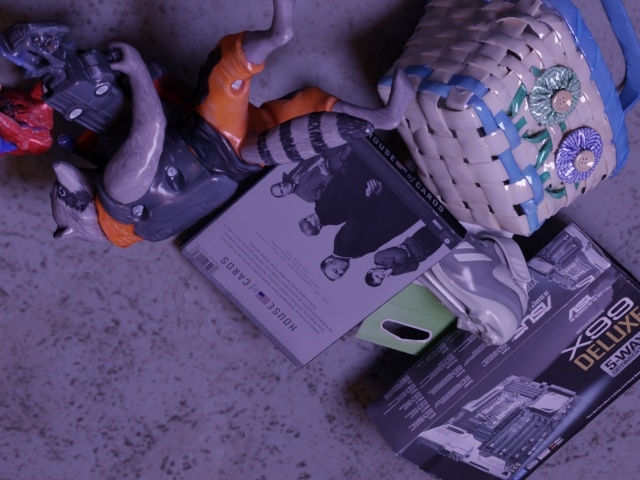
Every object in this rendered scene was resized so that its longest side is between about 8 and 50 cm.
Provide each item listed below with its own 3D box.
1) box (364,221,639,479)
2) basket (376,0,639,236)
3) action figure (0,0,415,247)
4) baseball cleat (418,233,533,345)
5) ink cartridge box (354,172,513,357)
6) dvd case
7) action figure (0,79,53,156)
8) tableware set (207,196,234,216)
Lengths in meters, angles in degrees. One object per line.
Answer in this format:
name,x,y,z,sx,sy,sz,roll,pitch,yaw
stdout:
box,0.231,0.142,1.988,0.307,0.076,0.242,-42,144,9
basket,0.210,-0.159,1.772,0.289,0.201,0.254,-52,132,-27
action figure,-0.126,-0.098,1.603,0.330,0.178,0.341,-31,153,24
baseball cleat,0.135,0.011,1.845,0.206,0.072,0.109,50,56,-15
ink cartridge box,0.120,0.017,1.916,0.109,0.062,0.209,18,114,-28
dvd case,0.000,0.000,1.796,0.179,0.029,0.239,46,120,-9
action figure,-0.354,-0.081,1.653,0.280,0.091,0.139,-37,143,4
tableware set,-0.029,-0.013,1.870,0.141,0.020,0.168,-30,125,-2
